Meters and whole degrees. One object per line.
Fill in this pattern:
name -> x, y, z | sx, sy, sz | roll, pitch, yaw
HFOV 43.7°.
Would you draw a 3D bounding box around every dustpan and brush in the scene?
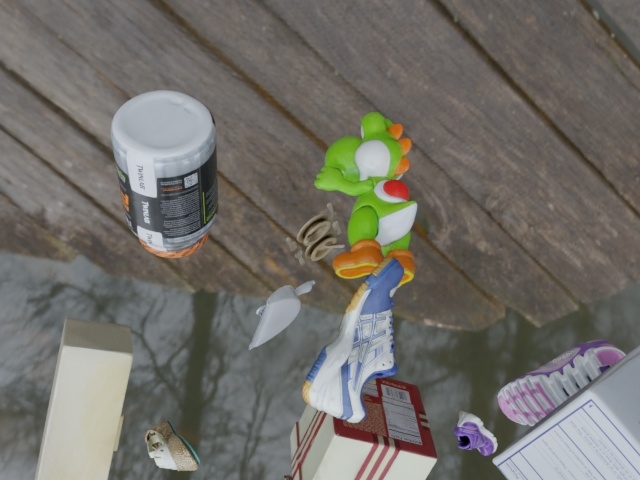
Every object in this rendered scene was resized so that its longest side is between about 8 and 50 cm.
dustpan and brush -> -0.073, 0.136, 1.707 | 0.060, 0.211, 0.147 | 46, 134, 26

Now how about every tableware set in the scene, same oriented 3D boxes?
tableware set -> 0.000, 0.000, 1.775 | 0.039, 0.128, 0.194 | 48, 174, 20

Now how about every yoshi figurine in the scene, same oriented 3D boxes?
yoshi figurine -> 0.089, -0.084, 1.651 | 0.202, 0.362, 0.203 | 0, 157, 2

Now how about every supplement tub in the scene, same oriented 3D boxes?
supplement tub -> -0.298, -0.119, 1.570 | 0.193, 0.194, 0.316 | 12, 140, 5

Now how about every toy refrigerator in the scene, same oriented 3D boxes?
toy refrigerator -> -0.306, 0.247, 1.027 | 0.094, 0.102, 0.270 | 11, 101, -18

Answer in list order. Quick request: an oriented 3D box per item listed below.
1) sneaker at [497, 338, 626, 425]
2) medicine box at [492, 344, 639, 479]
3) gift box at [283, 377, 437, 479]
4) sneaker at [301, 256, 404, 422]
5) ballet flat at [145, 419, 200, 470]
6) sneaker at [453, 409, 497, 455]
sneaker -> 0.421, 0.239, 1.385 | 0.236, 0.104, 0.095 | -30, 98, 22
medicine box -> 0.438, 0.341, 1.149 | 0.263, 0.149, 0.289 | 51, 146, 18
gift box -> 0.083, 0.432, 1.666 | 0.255, 0.276, 0.258 | 19, 116, -9
sneaker -> 0.088, 0.175, 1.391 | 0.131, 0.296, 0.112 | 28, 170, 10
ballet flat -> -0.282, 0.392, 1.488 | 0.206, 0.067, 0.073 | 3, 116, 67
sneaker -> 0.334, 0.437, 1.770 | 0.068, 0.071, 0.170 | 18, 157, 45
